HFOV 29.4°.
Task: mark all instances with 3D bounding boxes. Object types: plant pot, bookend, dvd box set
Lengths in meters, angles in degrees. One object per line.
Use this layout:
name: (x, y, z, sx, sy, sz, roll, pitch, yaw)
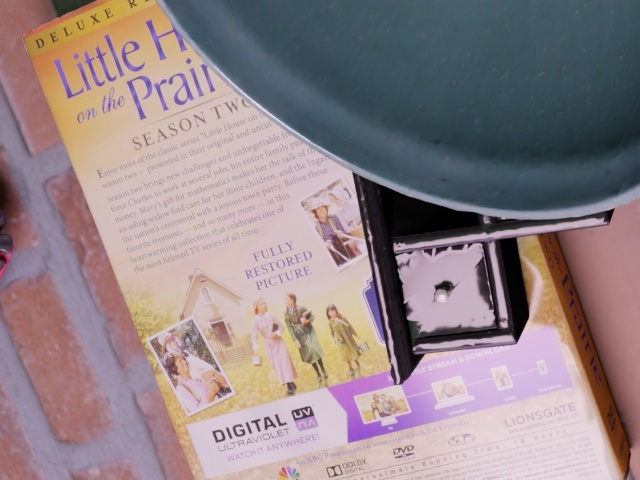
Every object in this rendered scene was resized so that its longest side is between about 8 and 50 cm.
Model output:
plant pot: (0.074, -0.178, 0.588, 0.293, 0.293, 0.196, 24, 65, 13)
bookend: (0.110, -0.005, 0.733, 0.156, 0.072, 0.157, -7, 100, 19)
dvd box set: (0.000, 0.000, 0.845, 0.307, 0.062, 0.420, -19, 96, 22)

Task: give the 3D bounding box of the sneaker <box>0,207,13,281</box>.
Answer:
sneaker: (-0.364, -0.043, 0.938, 0.299, 0.121, 0.112, 46, 143, 13)
